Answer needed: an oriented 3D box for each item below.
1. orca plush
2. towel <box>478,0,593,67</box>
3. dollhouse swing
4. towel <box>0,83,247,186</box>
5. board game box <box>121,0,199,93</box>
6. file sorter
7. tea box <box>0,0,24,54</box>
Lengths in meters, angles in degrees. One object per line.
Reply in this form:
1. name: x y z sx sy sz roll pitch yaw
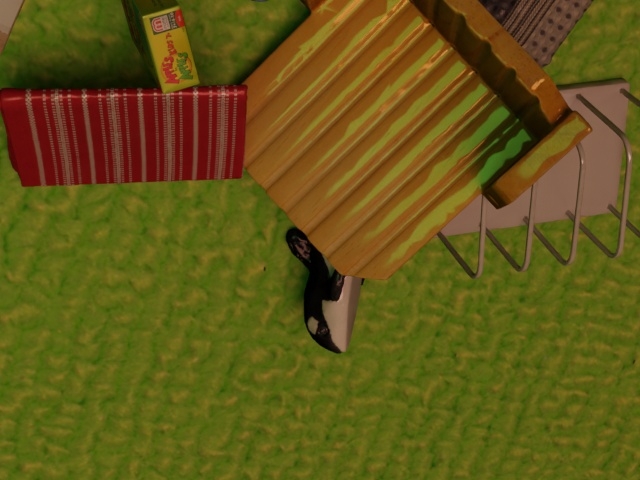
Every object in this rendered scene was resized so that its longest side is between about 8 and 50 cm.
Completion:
1. orca plush: 0.000 0.000 1.788 0.102 0.151 0.287 9 121 11
2. towel: 0.252 -0.413 1.694 0.312 0.056 0.324 29 107 -26
3. dollhouse swing: 0.057 -0.138 1.558 0.305 0.315 0.347 -42 88 3
4. towel: -0.223 -0.122 1.600 0.275 0.031 0.199 -2 155 -6
5. board game box: -0.183 -0.239 1.548 0.043 0.181 0.092 -19 121 -9
6. file sorter: 0.297 -0.076 1.807 0.278 0.173 0.192 -8 119 -15
7. tea box: -0.436 -0.356 1.293 0.329 0.323 0.220 21 98 -30
